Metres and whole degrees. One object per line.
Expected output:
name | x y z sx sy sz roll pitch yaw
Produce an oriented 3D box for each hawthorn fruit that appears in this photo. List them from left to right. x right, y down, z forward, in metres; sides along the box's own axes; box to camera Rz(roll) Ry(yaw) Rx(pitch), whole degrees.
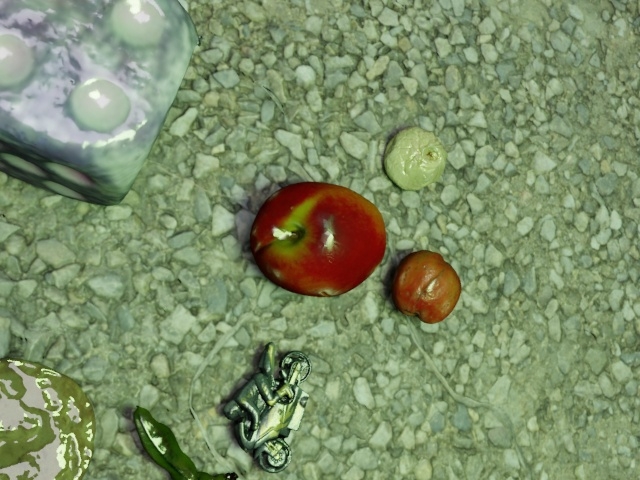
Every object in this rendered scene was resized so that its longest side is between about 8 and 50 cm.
hawthorn fruit | 0.178 0.079 1.254 0.128 0.128 0.128 3 82 -22

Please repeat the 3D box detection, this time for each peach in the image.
peach | 0.000 0.000 1.185 0.190 0.226 0.196 46 104 23

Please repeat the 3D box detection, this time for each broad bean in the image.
broad bean | -0.209 0.321 1.099 0.195 0.046 0.061 41 59 -17

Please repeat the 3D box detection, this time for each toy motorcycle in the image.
toy motorcycle | -0.086 0.254 1.151 0.124 0.061 0.193 17 79 -17

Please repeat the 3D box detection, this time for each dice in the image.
dice | -0.338 -0.218 0.998 0.271 0.270 0.270 25 75 -18

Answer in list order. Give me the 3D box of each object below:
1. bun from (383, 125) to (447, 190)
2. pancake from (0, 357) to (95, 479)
bun | 0.168 -0.143 1.301 0.115 0.069 0.115 3 81 -20
pancake | -0.423 0.275 1.020 0.242 0.050 0.241 5 80 -30
